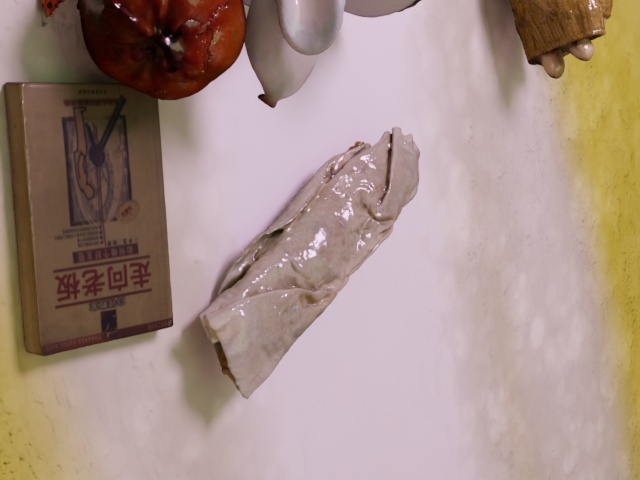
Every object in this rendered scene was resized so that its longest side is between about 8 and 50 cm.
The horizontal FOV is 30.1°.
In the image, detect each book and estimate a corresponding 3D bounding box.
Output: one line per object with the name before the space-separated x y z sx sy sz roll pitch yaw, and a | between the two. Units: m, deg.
book | -0.201 -0.025 1.053 0.161 0.026 0.231 -9 97 -50

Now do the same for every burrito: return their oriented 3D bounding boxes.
burrito | 0.000 0.000 1.257 0.392 0.076 0.117 -49 124 -38

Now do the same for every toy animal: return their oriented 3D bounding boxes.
toy animal | -0.002 -0.287 1.163 0.310 0.183 0.247 -22 73 -51

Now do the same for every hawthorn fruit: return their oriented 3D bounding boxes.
hawthorn fruit | -0.137 -0.209 1.051 0.148 0.148 0.172 54 21 -35

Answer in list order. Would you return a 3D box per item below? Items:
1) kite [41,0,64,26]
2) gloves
kite | -0.212 -0.301 1.056 0.222 0.008 0.125 -53 127 -36
gloves | 0.315 -0.389 1.584 0.203 0.155 0.357 15 72 -59
